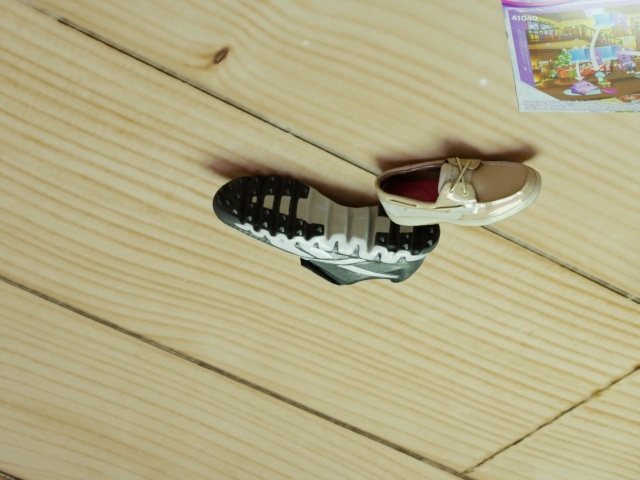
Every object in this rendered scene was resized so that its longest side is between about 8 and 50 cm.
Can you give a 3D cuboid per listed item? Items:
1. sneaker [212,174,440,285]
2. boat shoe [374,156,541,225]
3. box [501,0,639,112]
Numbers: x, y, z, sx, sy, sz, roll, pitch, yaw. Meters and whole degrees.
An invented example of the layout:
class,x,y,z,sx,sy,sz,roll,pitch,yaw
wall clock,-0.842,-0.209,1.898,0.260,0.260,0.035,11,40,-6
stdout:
class,x,y,z,sx,sy,sz,roll,pitch,yaw
sneaker,0.000,0.000,1.818,0.234,0.078,0.106,11,143,-3
boat shoe,0.130,-0.051,1.718,0.170,0.063,0.059,-9,147,29
box,0.302,-0.189,1.472,0.293,0.057,0.201,2,146,15
